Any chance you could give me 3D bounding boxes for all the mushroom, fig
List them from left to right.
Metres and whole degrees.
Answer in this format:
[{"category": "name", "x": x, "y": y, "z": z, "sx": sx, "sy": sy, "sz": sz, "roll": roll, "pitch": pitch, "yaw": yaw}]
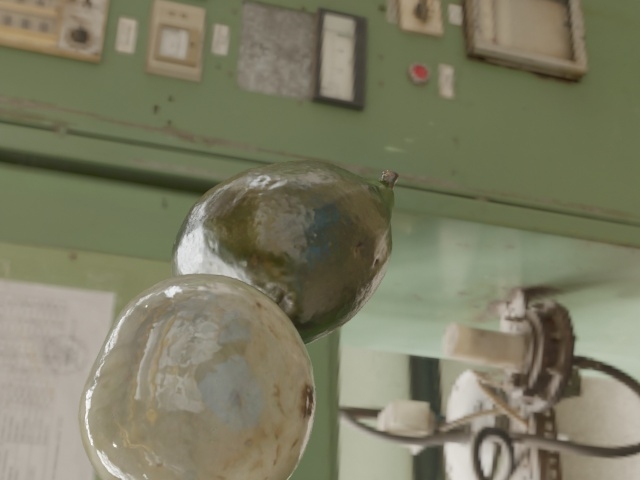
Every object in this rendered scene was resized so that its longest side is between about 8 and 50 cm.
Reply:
[{"category": "mushroom", "x": -0.046, "y": 0.055, "z": 0.346, "sx": 0.079, "sy": 0.085, "sz": 0.085, "roll": -14, "pitch": 67, "yaw": 60}, {"category": "fig", "x": 0.000, "y": 0.000, "z": 0.592, "sx": 0.117, "sy": 0.177, "sz": 0.117, "roll": 16, "pitch": 114, "yaw": 40}]
